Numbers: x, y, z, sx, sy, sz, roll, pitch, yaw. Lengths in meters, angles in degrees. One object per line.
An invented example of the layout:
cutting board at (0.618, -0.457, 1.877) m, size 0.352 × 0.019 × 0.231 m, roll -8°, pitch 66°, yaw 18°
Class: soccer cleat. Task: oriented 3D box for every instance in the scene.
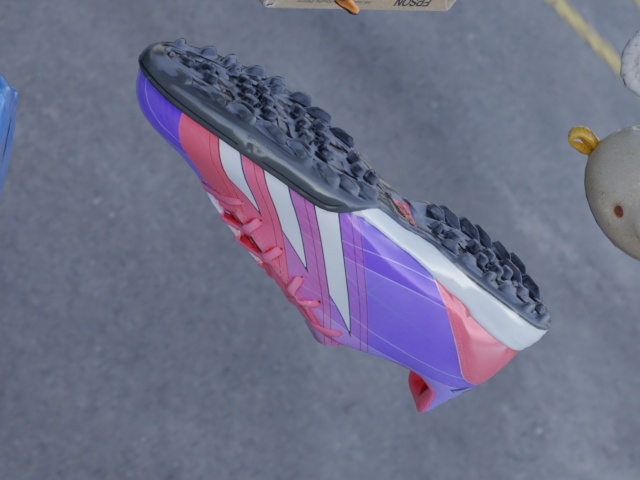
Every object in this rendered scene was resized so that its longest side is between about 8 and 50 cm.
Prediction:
soccer cleat at (0.000, 0.000, 0.946) m, size 0.318 × 0.116 × 0.108 m, roll 34°, pitch 21°, yaw -29°

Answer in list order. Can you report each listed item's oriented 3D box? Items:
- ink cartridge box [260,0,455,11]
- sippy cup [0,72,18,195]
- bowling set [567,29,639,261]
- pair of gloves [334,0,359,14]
ink cartridge box at (0.009, -0.298, 1.378) m, size 0.234 × 0.088 × 0.193 m, roll -6°, pitch 53°, yaw -42°
sippy cup at (-0.297, -0.041, 0.880) m, size 0.224 × 0.305 × 0.240 m, roll 15°, pitch 12°, yaw -6°
bowling set at (0.183, 0.066, 0.393) m, size 0.287 × 0.154 × 0.200 m, roll 29°, pitch 47°, yaw -2°
pair of gloves at (-0.016, -0.146, 0.769) m, size 0.083 × 0.010 × 0.074 m, roll 49°, pitch 6°, yaw 27°
